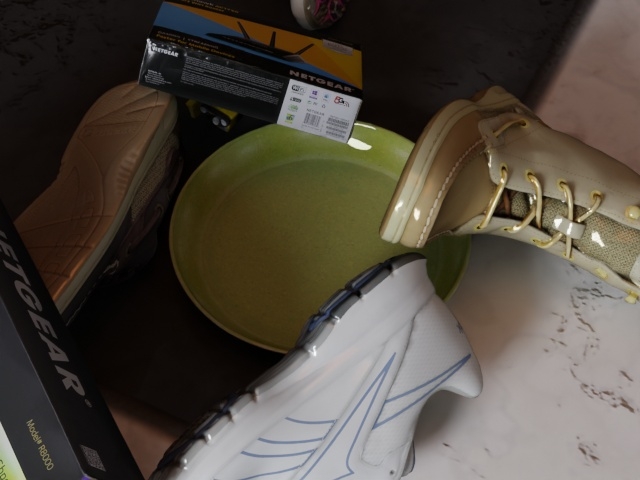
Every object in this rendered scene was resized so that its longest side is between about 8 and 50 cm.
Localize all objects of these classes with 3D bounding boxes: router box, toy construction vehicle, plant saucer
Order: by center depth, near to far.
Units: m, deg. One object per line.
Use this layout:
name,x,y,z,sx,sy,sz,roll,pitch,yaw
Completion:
router box,-0.279,0.117,0.787,0.243,0.081,0.309,-40,56,5
plant saucer,0.000,0.000,0.967,0.241,0.037,0.241,0,53,1
router box,-0.055,-0.149,1.011,0.179,0.046,0.133,15,28,-8
toy construction vehicle,-0.100,-0.145,1.084,0.098,0.035,0.086,32,60,13

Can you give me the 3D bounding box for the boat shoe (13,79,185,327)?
boat shoe,-0.173,-0.008,0.939,0.103,0.092,0.285,-4,45,27

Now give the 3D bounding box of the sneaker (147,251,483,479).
sneaker,-0.008,0.139,0.817,0.297,0.111,0.129,-40,94,-11

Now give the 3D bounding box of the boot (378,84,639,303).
boot,0.169,-0.020,0.895,0.203,0.095,0.262,33,26,12

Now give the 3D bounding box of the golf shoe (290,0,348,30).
golf shoe,-0.019,-0.268,1.164,0.086,0.067,0.186,-17,50,21
